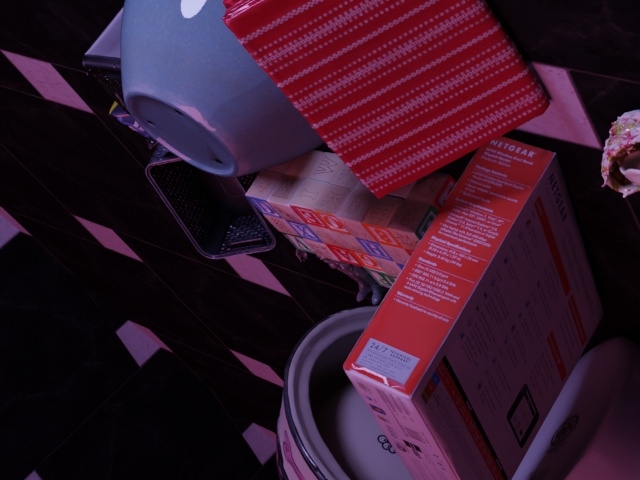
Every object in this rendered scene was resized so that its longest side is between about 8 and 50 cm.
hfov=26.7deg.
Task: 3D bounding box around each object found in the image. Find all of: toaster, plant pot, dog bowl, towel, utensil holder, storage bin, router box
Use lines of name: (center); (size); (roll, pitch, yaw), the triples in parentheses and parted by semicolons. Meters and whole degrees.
toaster: (-0.174, -0.190, 1.597); (0.185, 0.110, 0.168); (13, 153, 46)
plant pot: (-0.085, -0.179, 1.332); (0.290, 0.195, 0.290); (30, 162, 11)
dog bowl: (0.120, 0.288, 1.862); (0.408, 0.408, 0.150); (31, 131, 4)
towel: (0.063, -0.165, 1.207); (0.199, 0.031, 0.275); (-27, 132, 18)
utensil holder: (0.437, 0.345, 1.650); (0.385, 0.327, 0.327); (37, 162, -3)
storage bin: (-0.133, -0.071, 1.786); (0.122, 0.084, 0.180); (-10, 132, 27)
router box: (0.179, 0.105, 1.446); (0.082, 0.301, 0.335); (21, 156, 31)

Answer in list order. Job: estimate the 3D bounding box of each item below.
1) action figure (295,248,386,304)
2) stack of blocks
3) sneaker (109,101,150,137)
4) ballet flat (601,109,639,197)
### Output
action figure: (0.000, 0.000, 1.903); (0.232, 0.063, 0.137); (43, 163, -20)
stack of blocks: (0.069, -0.019, 1.676); (0.297, 0.087, 0.171); (15, 155, 45)
sneaker: (-0.231, -0.170, 1.855); (0.144, 0.053, 0.059); (23, 163, 51)
ballet flat: (0.318, -0.075, 1.112); (0.091, 0.077, 0.241); (38, 161, -15)
